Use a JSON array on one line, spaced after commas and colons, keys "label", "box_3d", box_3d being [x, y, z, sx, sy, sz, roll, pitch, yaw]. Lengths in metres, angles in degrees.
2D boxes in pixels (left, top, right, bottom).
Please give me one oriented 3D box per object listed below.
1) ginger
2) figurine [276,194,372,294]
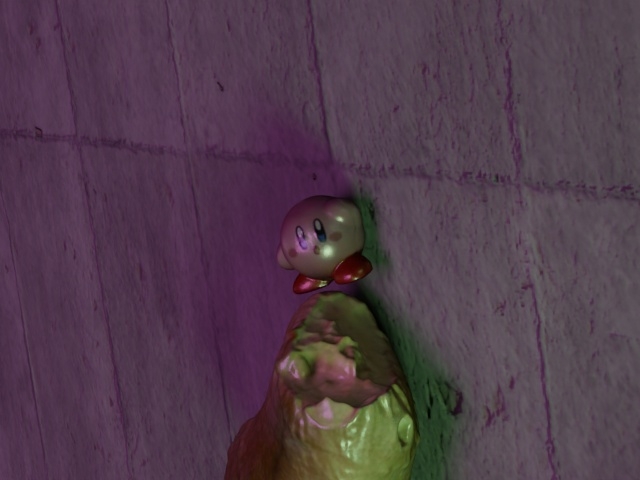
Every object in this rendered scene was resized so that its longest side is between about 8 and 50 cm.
[{"label": "ginger", "box_3d": [-0.002, 0.159, 1.414, 0.276, 0.130, 0.221, -34, 62, 59]}, {"label": "figurine", "box_3d": [0.000, 0.000, 1.391, 0.083, 0.067, 0.071, -20, 99, 28]}]
